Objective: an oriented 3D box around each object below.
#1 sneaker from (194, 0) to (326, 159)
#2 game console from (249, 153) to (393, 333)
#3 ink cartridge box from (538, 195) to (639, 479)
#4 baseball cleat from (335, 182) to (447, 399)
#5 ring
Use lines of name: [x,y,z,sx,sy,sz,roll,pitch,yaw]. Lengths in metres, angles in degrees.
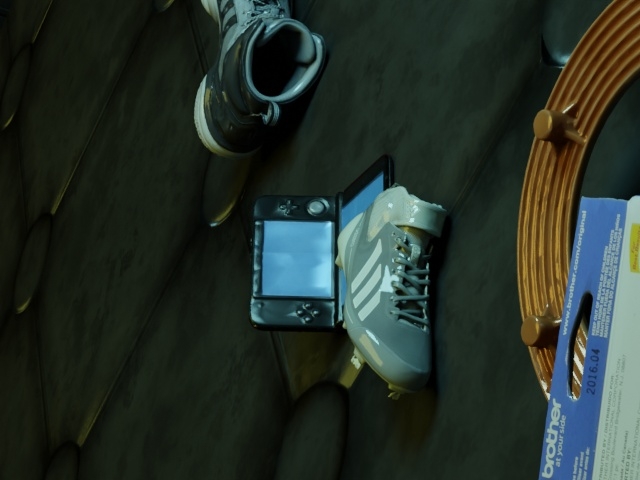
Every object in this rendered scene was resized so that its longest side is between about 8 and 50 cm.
sneaker: [-0.053,-0.223,2.003,0.153,0.101,0.268,-22,60,62]
game console: [0.000,0.000,1.734,0.085,0.124,0.144,92,179,-54]
ink cartridge box: [0.239,0.074,1.062,0.311,0.065,0.185,8,91,58]
baseball cleat: [0.062,0.027,1.582,0.109,0.072,0.206,-53,32,26]
ring: [0.212,-0.011,1.224,0.336,0.032,0.336,-21,66,58]
